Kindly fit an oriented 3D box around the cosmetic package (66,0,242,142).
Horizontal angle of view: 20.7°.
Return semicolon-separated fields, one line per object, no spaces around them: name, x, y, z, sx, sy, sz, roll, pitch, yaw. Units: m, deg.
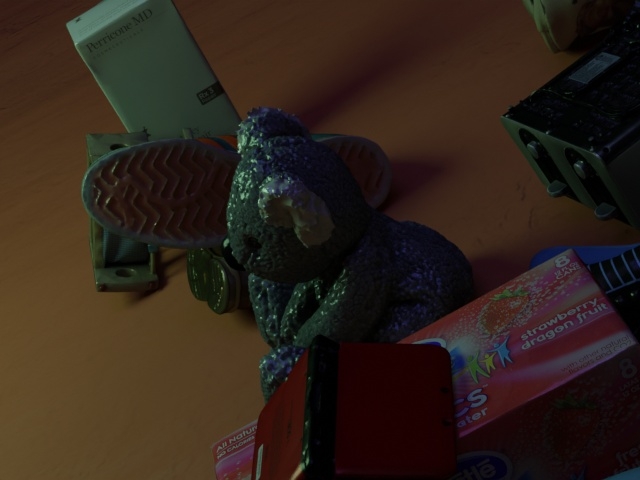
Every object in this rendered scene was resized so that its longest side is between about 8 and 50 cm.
cosmetic package;-0.166;-0.159;1.896;0.117;0.231;0.085;-32;27;-1

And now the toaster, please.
toaster;0.273;-0.103;1.486;0.186;0.110;0.168;-37;28;-11

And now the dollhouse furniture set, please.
dollhouse furniture set;-0.147;-0.034;1.827;0.184;0.129;0.129;-3;26;-10

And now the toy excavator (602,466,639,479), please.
toy excavator;0.191;0.169;0.876;0.445;0.222;0.433;-20;6;9

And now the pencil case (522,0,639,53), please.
pencil case;0.381;-0.344;1.734;0.410;0.160;0.183;-24;42;14

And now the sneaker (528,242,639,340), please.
sneaker;0.241;0.043;1.315;0.232;0.081;0.090;-15;33;42

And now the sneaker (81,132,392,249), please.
sneaker;-0.089;-0.052;1.706;0.302;0.108;0.121;-4;5;-17

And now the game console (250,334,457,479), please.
game console;0.019;0.133;1.135;0.124;0.085;0.144;-55;15;27

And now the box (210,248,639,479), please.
box;0.091;0.156;1.197;0.300;0.142;0.154;-29;26;5

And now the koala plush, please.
koala plush;0.000;0.000;1.468;0.203;0.221;0.196;-27;27;8

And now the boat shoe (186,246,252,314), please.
boat shoe;-0.090;0.030;1.702;0.060;0.064;0.178;-2;15;-19
